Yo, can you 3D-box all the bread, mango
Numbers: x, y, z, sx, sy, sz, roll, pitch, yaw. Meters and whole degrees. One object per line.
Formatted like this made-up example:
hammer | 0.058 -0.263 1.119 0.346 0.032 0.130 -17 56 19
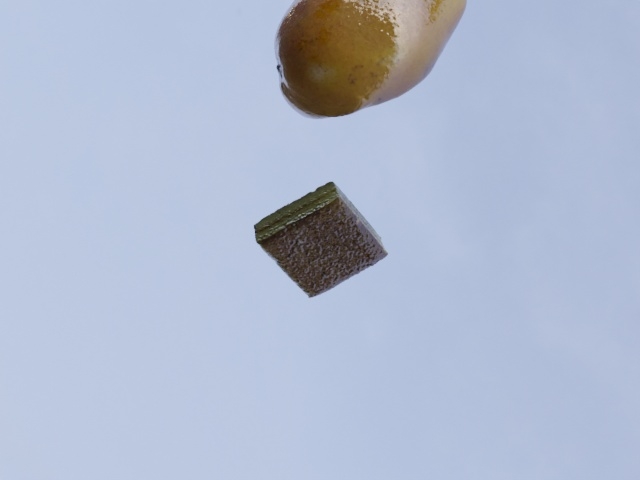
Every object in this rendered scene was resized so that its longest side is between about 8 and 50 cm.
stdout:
bread | 0.000 0.000 1.180 0.090 0.094 0.035 -31 -140 13
mango | 0.049 -0.198 1.159 0.141 0.217 0.102 25 -37 44
